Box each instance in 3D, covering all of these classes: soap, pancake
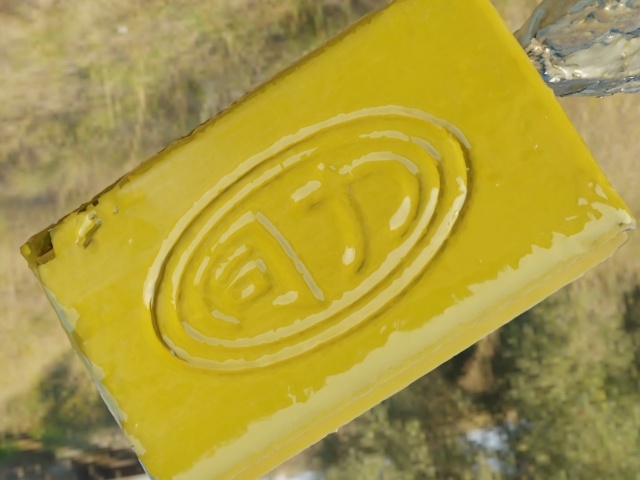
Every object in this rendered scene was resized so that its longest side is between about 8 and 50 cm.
[{"bbox_3d":[-0.001,0.000,0.817,0.324,0.204,0.096,-34,170,5],"label":"soap"},{"bbox_3d":[0.328,-0.205,1.253,0.387,0.082,0.387,-15,170,-3],"label":"pancake"}]
